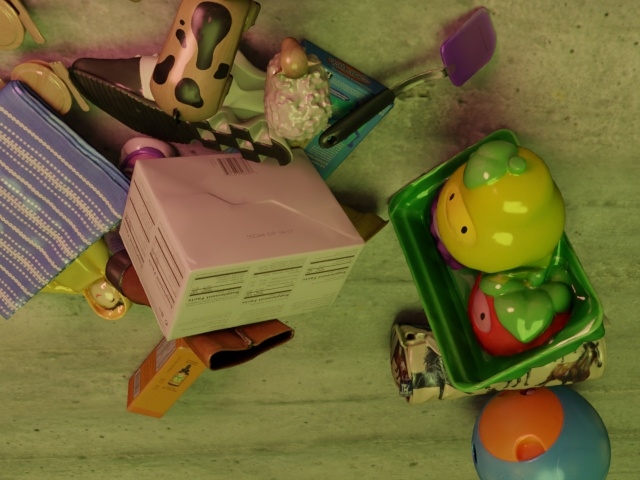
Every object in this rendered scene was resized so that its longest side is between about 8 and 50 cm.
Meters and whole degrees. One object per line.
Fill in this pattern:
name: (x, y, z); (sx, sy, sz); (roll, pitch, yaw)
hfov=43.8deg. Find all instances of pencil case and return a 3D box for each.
pencil case: (0.342, 0.215, 1.550); (0.411, 0.159, 0.183); (-8, 150, 0)

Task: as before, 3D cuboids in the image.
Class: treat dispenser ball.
treat dispenser ball: (0.470, 0.445, 1.711); (0.289, 0.288, 0.288); (-4, 136, -4)

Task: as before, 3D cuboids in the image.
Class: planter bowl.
planter bowl: (0.000, 0.000, 1.297); (0.217, 0.217, 0.090); (-37, 92, 26)

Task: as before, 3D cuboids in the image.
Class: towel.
towel: (-0.444, -0.045, 1.146); (0.336, 0.040, 0.243); (-37, 113, 22)

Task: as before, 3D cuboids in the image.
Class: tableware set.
tableware set: (-0.391, -0.250, 1.049); (0.128, 0.039, 0.194); (-3, 134, 26)

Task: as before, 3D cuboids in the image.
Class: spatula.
spatula: (0.123, -0.214, 1.121); (0.297, 0.030, 0.084); (-32, 133, 3)

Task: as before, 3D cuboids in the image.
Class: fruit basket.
fruit basket: (0.248, 0.006, 1.174); (0.283, 0.392, 0.392); (-33, 131, 23)

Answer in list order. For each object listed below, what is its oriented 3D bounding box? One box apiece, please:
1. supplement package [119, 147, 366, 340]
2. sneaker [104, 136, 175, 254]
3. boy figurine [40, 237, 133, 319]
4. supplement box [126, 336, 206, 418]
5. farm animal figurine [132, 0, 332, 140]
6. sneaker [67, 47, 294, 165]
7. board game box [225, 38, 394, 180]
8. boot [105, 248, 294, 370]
supplement package: (-0.113, -0.003, 1.106); (0.262, 0.204, 0.145); (-8, 141, -33)
sneaker: (-0.289, -0.044, 1.233); (0.095, 0.104, 0.236); (10, 134, -19)
boy figurine: (-0.426, 0.039, 1.308); (0.177, 0.092, 0.285); (-32, 128, 19)
supplement box: (-0.294, 0.253, 1.555); (0.078, 0.080, 0.233); (22, 130, -29)
farm animal figurine: (-0.138, -0.277, 0.885); (0.331, 0.172, 0.326); (5, 110, -2)
sneaker: (-0.174, -0.212, 1.086); (0.331, 0.146, 0.122); (16, 162, 6)
board game box: (-0.020, -0.174, 1.180); (0.160, 0.047, 0.210); (24, 126, -30)
boot: (-0.141, 0.065, 1.198); (0.264, 0.281, 0.096); (-15, 124, -44)
